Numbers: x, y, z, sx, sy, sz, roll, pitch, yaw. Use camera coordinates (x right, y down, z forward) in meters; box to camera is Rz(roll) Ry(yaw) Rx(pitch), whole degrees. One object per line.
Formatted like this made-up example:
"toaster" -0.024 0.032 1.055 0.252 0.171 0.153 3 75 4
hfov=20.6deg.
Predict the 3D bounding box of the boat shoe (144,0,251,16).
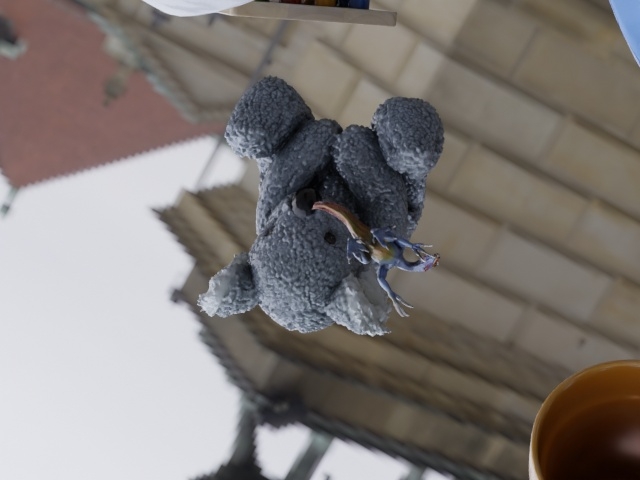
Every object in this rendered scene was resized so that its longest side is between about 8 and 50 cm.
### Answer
"boat shoe" 0.011 -0.249 0.794 0.156 0.367 0.136 32 -145 -43

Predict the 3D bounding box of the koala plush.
"koala plush" 0.000 0.000 1.583 0.196 0.203 0.221 8 -139 9

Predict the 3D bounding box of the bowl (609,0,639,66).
"bowl" 0.336 -0.186 1.298 0.391 0.077 0.391 24 -128 -36

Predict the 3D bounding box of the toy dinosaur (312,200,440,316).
"toy dinosaur" 0.048 0.002 1.178 0.090 0.047 0.082 55 -167 12

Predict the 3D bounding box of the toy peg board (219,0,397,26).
"toy peg board" -0.024 -0.253 1.690 0.160 0.079 0.161 2 -170 -17

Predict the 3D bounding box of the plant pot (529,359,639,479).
"plant pot" 0.305 0.252 1.746 0.205 0.205 0.188 34 153 23
